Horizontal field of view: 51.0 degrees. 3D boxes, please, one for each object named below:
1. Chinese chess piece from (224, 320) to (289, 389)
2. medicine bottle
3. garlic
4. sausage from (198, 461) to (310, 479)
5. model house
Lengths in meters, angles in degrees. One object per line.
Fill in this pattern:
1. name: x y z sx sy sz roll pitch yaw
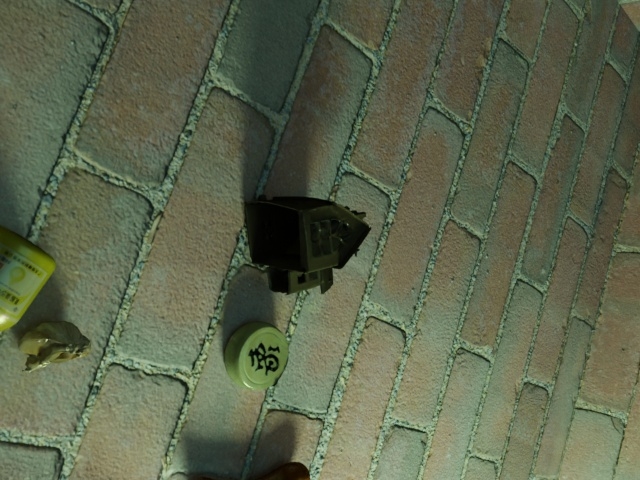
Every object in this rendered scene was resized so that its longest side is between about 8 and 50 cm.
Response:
1. Chinese chess piece: -0.133 0.242 1.411 0.144 0.058 0.144 -6 99 -42
2. medicine bottle: -0.512 0.090 1.016 0.122 0.121 0.213 43 66 -36
3. garlic: -0.440 0.171 1.119 0.113 0.094 0.074 11 55 -42
4. sausage: -0.145 0.535 1.419 0.302 0.076 0.103 9 89 -42
5. model house: 0.000 0.000 1.404 0.243 0.211 0.205 -13 105 -40
